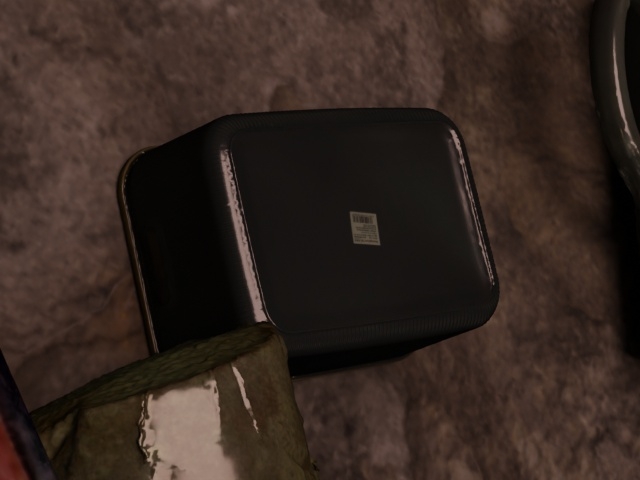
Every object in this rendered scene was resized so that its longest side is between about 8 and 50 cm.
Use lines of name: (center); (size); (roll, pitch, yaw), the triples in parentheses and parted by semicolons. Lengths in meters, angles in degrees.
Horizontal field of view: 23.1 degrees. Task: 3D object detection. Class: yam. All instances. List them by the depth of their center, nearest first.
yam: (-0.066, 0.180, 0.724); (0.161, 0.161, 0.268); (-8, 82, -40)

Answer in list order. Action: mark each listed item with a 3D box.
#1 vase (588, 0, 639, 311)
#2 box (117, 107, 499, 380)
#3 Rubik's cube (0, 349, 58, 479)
vase: (0.273, -0.064, 1.096); (0.251, 0.156, 0.300); (16, 72, -38)
box: (0.000, 0.000, 0.882); (0.201, 0.090, 0.144); (-4, 77, -39)
Rubik's cube: (-0.267, 0.081, 0.521); (0.255, 0.260, 0.259); (-18, 84, -42)
